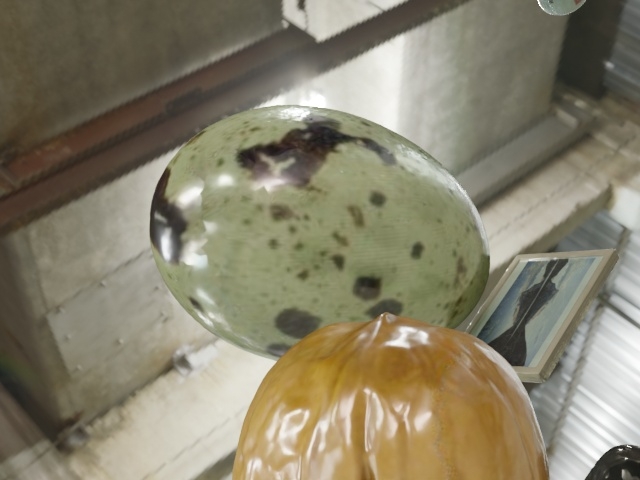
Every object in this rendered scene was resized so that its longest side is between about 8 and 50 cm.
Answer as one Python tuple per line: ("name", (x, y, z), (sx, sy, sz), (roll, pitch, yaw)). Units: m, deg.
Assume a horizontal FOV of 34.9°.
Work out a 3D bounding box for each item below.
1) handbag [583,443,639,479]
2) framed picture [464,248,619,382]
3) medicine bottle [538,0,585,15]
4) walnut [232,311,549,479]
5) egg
("handbag", (0.299, 0.240, 0.698), (0.181, 0.254, 0.181), (-1, -59, -38))
("framed picture", (0.244, 0.084, 1.191), (0.203, 0.150, 0.015), (-50, -63, -30))
("medicine bottle", (0.383, -0.481, 1.711), (0.090, 0.090, 0.217), (-47, -42, -7))
("walnut", (0.040, 0.154, 0.619), (0.195, 0.195, 0.222), (-3, -83, -51))
("egg", (0.000, 0.000, 1.132), (0.287, 0.379, 0.288), (-160, 90, -79))
